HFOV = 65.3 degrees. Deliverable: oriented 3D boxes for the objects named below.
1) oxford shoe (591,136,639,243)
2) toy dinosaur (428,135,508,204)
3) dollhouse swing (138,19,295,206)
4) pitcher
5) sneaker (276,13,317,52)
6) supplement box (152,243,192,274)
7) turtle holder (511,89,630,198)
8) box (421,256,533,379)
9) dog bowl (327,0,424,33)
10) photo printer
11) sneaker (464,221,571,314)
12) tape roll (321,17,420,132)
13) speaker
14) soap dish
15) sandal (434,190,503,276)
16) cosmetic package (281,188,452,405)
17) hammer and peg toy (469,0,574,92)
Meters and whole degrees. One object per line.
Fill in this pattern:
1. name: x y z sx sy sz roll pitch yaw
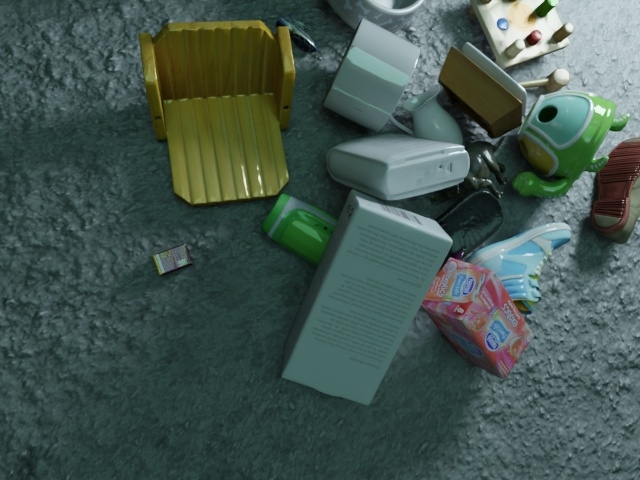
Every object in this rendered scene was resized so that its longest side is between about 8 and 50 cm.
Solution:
1. oxford shoe: 0.927 -0.153 1.530 0.130 0.123 0.348 36 74 -32
2. toy dinosaur: 0.450 -0.206 1.418 0.160 0.121 0.313 42 80 -17
3. dollhouse swing: -0.231 -0.297 1.212 0.347 0.315 0.304 -7 64 -13
4. pitcher: 0.291 -0.311 1.390 0.207 0.178 0.125 53 54 -32
5. sneaker: -0.056 -0.586 1.399 0.135 0.052 0.058 39 72 -5
6. supplement box: -0.369 0.049 1.249 0.083 0.043 0.054 -20 87 -13
7. turtle holder: 0.685 -0.278 1.441 0.228 0.243 0.320 28 117 8
8. box: 0.400 0.202 1.273 0.154 0.142 0.300 -50 125 -13
9. dog bowl: 0.162 -0.763 1.395 0.349 0.102 0.348 1 88 -26
10. photo printer: 0.176 -0.198 1.268 0.256 0.307 0.107 -16 115 -25
11. sneaker: 0.582 0.087 1.377 0.319 0.127 0.208 -21 66 -5
12. tape roll: 0.129 -0.430 1.316 0.169 0.246 0.246 24 78 -8
13. speaker: 0.000 0.000 1.291 0.297 0.131 0.131 32 77 -6
14. soap dish: 0.436 -0.391 1.348 0.229 0.291 0.118 47 107 14
15. sandal: 0.306 0.038 1.320 0.446 0.107 0.167 -45 102 0
16. cosmetic package: 0.094 0.136 1.178 0.230 0.161 0.453 21 106 -9
17. hammer and peg toy: 0.618 -0.615 1.502 0.266 0.127 0.361 -22 87 -14
